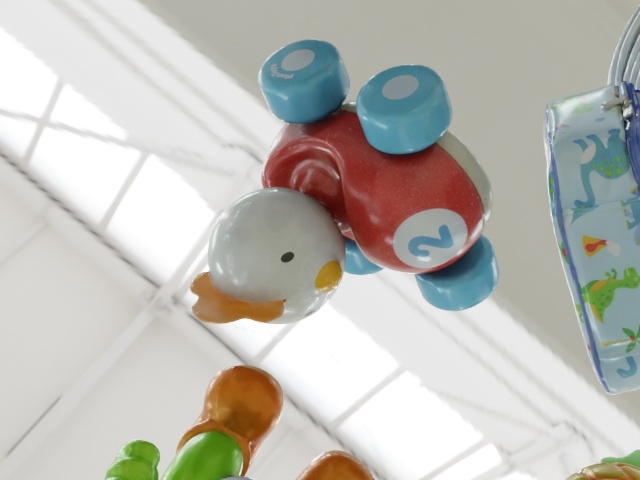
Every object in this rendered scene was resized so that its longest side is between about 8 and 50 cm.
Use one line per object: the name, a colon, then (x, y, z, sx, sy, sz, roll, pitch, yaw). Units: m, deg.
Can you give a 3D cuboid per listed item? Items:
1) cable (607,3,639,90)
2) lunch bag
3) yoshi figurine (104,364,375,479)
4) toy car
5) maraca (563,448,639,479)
cable: (0.382, -0.143, 1.222, 0.257, 0.257, 0.089, -7, -147, -17)
lunch bag: (0.236, -0.007, 1.081, 0.176, 0.090, 0.219, -69, -36, -66)
yoshi figurine: (-0.060, 0.213, 0.911, 0.203, 0.203, 0.362, -1, -158, 18)
toy car: (0.000, 0.000, 1.123, 0.210, 0.219, 0.238, 21, -124, 39)
maraca: (0.281, 0.255, 1.308, 0.185, 0.127, 0.099, -36, -60, -39)
